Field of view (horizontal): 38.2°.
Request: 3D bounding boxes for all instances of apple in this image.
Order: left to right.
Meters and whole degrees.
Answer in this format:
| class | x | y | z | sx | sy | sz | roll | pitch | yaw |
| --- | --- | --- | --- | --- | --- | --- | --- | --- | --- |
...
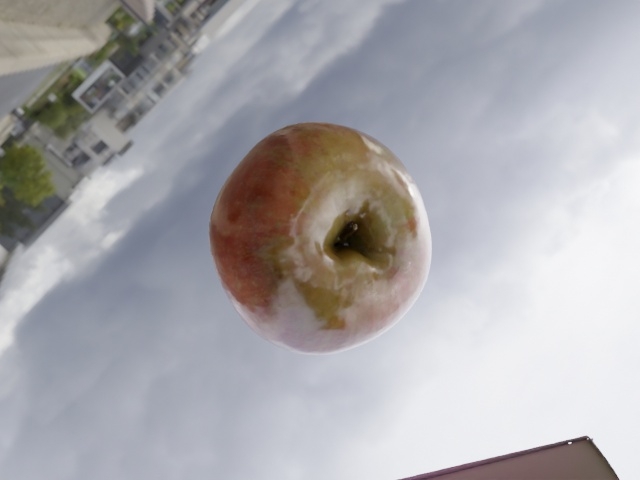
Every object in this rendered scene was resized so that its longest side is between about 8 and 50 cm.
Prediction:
| class | x | y | z | sx | sy | sz | roll | pitch | yaw |
| --- | --- | --- | --- | --- | --- | --- | --- | --- | --- |
| apple | 0.000 | 0.000 | 0.836 | 0.209 | 0.209 | 0.164 | -49 | -161 | -13 |

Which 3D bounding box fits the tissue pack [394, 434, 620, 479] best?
| class | x | y | z | sx | sy | sz | roll | pitch | yaw |
| --- | --- | --- | --- | --- | --- | --- | --- | --- | --- |
| tissue pack | 0.070 | 0.230 | 0.566 | 0.247 | 0.148 | 0.092 | -14 | -160 | 0 |
